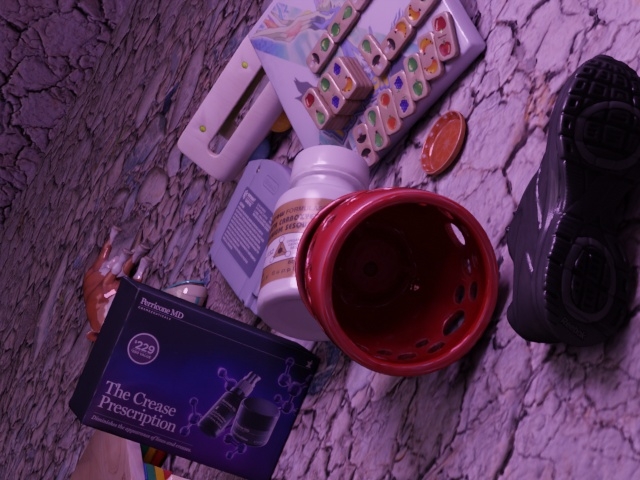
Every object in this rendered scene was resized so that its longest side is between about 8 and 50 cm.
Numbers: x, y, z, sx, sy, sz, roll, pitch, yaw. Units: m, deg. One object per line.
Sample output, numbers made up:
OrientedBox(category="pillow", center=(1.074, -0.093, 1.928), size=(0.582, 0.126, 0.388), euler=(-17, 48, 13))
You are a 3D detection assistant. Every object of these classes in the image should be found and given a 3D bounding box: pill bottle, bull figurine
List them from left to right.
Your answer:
OrientedBox(category="bull figurine", center=(-0.401, 0.096, 2.400), size=(0.188, 0.101, 0.310), euler=(-60, 25, 6))
OrientedBox(category="pill bottle", center=(0.000, 0.000, 1.554), size=(0.131, 0.131, 0.229), euler=(-37, 37, 50))

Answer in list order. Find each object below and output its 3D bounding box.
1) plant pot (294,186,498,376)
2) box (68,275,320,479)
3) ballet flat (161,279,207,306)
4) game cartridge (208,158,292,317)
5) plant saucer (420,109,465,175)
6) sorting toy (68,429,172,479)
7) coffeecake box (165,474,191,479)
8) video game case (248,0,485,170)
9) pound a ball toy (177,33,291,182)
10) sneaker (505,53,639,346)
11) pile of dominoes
OrientedBox(category="plant pot", center=(0.073, 0.035, 1.300), size=(0.191, 0.191, 0.174), euler=(-66, 13, 1))
OrientedBox(category="box", center=(-0.160, 0.180, 1.571), size=(0.103, 0.261, 0.184), euler=(15, 83, 67))
OrientedBox(category="ballet flat", center=(-0.268, 0.121, 2.117), size=(0.248, 0.086, 0.086), euler=(-17, 54, 61))
OrientedBox(category="game cartridge", center=(-0.083, -0.017, 1.861), size=(0.198, 0.062, 0.297), euler=(-60, 23, 7))
OrientedBox(category="plant saucer", center=(0.150, -0.117, 1.485), size=(0.083, 0.013, 0.083), euler=(-47, 31, 39))
OrientedBox(category="sorting toy", center=(-0.323, 0.413, 1.936), size=(0.255, 0.089, 0.257), euler=(-60, 24, 16))
OrientedBox(category="coffeecake box", center=(-0.170, 0.380, 1.556), size=(0.185, 0.142, 0.068), euler=(-46, 31, 42))
OrientedBox(category="video game case", center=(0.047, -0.268, 1.647), size=(0.329, 0.036, 0.300), euler=(-47, 60, 41))
OrientedBox(category="pound a ball toy", center=(-0.075, -0.261, 2.016), size=(0.319, 0.136, 0.208), euler=(-50, 2, 34))
OrientedBox(category="sneaker", center=(0.226, -0.038, 1.134), size=(0.130, 0.109, 0.286), euler=(-27, 43, 66))
OrientedBox(category="pile of dominoes", center=(0.066, -0.238, 1.572), size=(0.251, 0.040, 0.196), euler=(-52, 56, 37))
